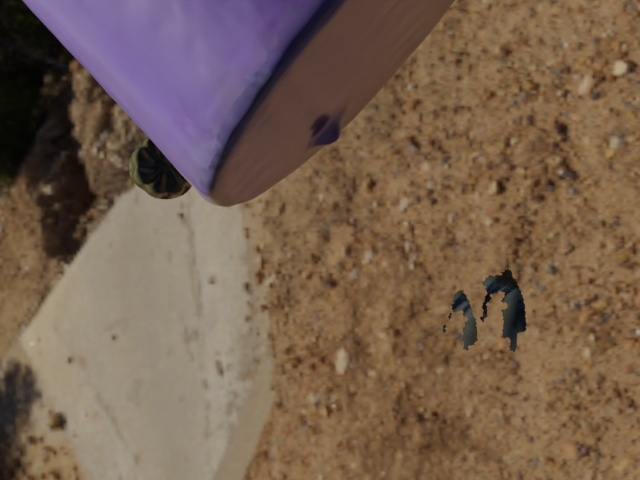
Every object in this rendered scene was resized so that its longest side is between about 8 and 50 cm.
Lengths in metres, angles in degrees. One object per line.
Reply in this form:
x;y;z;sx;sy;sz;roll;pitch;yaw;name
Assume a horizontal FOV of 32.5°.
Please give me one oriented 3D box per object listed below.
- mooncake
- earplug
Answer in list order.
0.002;0.001;0.921;0.347;0.057;0.150;7;87;6;mooncake
-0.133;-0.243;0.551;0.456;0.215;0.215;44;128;6;earplug
